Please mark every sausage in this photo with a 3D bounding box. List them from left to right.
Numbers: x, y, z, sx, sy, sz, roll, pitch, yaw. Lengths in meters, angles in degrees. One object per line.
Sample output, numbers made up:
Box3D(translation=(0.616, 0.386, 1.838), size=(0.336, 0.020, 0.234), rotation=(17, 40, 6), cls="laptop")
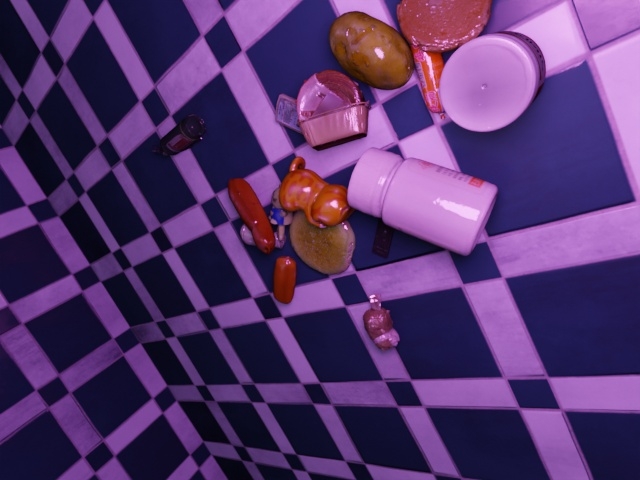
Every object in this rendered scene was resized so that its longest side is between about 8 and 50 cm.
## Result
Box3D(translation=(-0.260, -0.100, 1.587), size=(0.348, 0.094, 0.097), rotation=(58, 156, 16), cls="sausage")
Box3D(translation=(-0.149, 0.161, 1.706), size=(0.098, 0.098, 0.238), rotation=(25, 129, 22), cls="sausage")
Box3D(translation=(0.291, -0.430, 1.069), size=(0.071, 0.071, 0.234), rotation=(-8, 110, 38), cls="sausage")

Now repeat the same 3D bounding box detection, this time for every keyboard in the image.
Box3D(translation=(0.218, -0.034, 1.386), size=(0.061, 0.013, 0.204), rotation=(23, 127, 23), cls="keyboard")

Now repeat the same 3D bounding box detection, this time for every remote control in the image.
Box3D(translation=(-0.048, -0.396, 1.351), size=(0.234, 0.038, 0.098), rotation=(30, 128, 19), cls="remote control")

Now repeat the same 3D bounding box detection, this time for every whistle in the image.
Box3D(translation=(-0.147, -0.107, 1.544), size=(0.105, 0.085, 0.227), rotation=(-118, 32, -58), cls="whistle")

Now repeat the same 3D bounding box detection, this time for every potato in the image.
Box3D(translation=(0.132, -0.495, 1.070), size=(0.253, 0.186, 0.148), rotation=(39, 88, 7), cls="potato")

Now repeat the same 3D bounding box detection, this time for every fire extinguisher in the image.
Box3D(translation=(-0.585, -0.410, 1.687), size=(0.295, 0.118, 0.093), rotation=(-19, 68, 41), cls="fire extinguisher")

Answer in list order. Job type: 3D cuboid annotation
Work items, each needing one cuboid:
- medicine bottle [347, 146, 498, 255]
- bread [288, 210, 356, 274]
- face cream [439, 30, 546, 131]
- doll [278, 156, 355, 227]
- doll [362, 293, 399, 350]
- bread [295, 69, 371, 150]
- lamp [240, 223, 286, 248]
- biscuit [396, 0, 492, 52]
Box3D(translation=(0.280, -0.117, 1.163), size=(0.372, 0.211, 0.210), rotation=(25, 127, 23), cls="medicine bottle")
Box3D(translation=(-0.004, -0.004, 1.541), size=(0.302, 0.045, 0.301), rotation=(16, 122, 29), cls="bread")
Box3D(translation=(0.399, -0.368, 0.949), size=(0.201, 0.187, 0.200), rotation=(17, 124, 27), cls="face cream")
Box3D(translation=(-0.012, -0.144, 1.389), size=(0.270, 0.167, 0.162), rotation=(32, 129, 13), cls="doll")
Box3D(translation=(0.215, 0.307, 1.520), size=(0.115, 0.105, 0.221), rotation=(-8, 111, 39), cls="doll")
Box3D(translation=(0.033, -0.384, 1.210), size=(0.225, 0.142, 0.211), rotation=(-12, 96, 18), cls="bread")
Box3D(translation=(-0.233, -0.022, 1.661), size=(0.193, 0.106, 0.106), rotation=(14, 123, 16), cls="lamp")
Box3D(translation=(0.288, -0.549, 0.970), size=(0.226, 0.042, 0.225), rotation=(0, 91, 20), cls="biscuit")
